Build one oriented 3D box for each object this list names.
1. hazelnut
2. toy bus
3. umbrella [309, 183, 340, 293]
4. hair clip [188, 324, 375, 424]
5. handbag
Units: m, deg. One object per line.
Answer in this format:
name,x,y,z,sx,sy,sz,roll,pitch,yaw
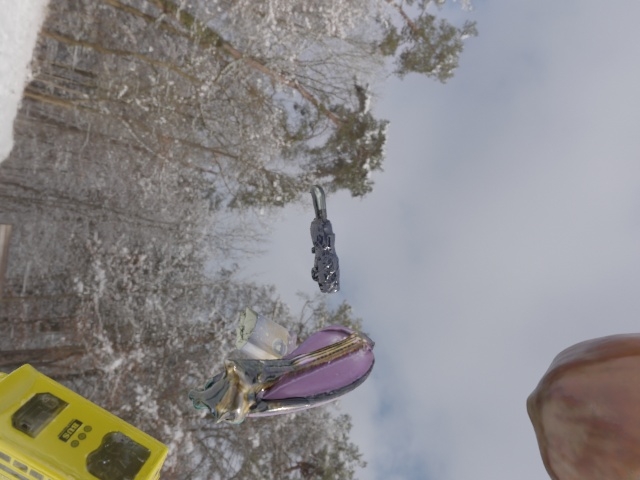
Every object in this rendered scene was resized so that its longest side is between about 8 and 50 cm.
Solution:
hazelnut,0.552,0.311,0.719,0.366,0.366,0.365,-10,-103,51
toy bus,-0.398,0.292,0.627,0.152,0.330,0.144,-61,180,29
umbrella,0.002,0.002,0.975,0.071,0.071,0.248,19,-56,51
hair clip,-0.023,0.200,0.689,0.110,0.359,0.095,-3,-94,42
handbag,-0.149,0.263,1.156,0.095,0.173,0.117,-41,-155,30
